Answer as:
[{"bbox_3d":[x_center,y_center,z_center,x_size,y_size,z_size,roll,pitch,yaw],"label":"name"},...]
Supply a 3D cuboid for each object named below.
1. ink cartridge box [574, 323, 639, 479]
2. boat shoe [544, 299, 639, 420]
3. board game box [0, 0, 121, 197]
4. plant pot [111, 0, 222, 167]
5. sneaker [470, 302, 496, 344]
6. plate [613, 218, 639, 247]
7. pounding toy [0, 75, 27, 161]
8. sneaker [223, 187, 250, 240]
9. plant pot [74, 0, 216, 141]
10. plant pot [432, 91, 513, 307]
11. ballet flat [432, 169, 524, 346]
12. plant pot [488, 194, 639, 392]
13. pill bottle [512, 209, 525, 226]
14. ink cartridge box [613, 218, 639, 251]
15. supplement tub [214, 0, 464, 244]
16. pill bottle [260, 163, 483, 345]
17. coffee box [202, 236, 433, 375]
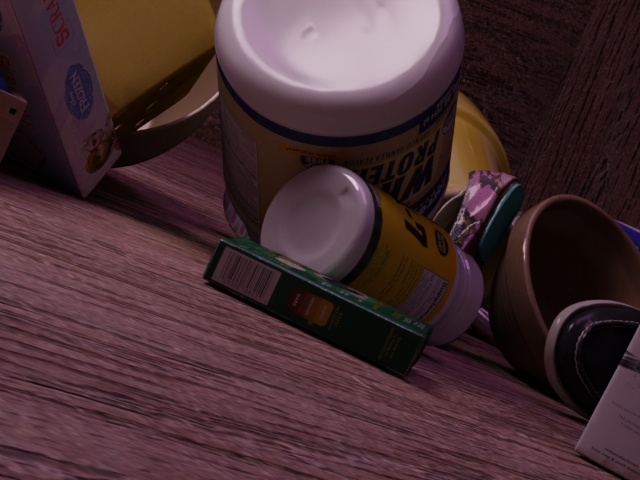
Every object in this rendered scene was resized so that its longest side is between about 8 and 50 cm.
[{"bbox_3d":[0.299,0.109,1.526,0.082,0.190,0.140,26,3,18],"label":"ink cartridge box"},{"bbox_3d":[0.360,0.154,1.829,0.340,0.127,0.113,34,-15,-38],"label":"boat shoe"},{"bbox_3d":[-0.343,-0.209,1.603,0.318,0.066,0.318,27,-26,21],"label":"board game box"},{"bbox_3d":[-0.233,-0.187,1.962,0.284,0.284,0.191,25,-31,2],"label":"plant pot"},{"bbox_3d":[0.281,0.097,2.240,0.299,0.112,0.121,25,3,7],"label":"sneaker"},{"bbox_3d":[0.455,0.129,2.368,0.045,0.277,0.278,-24,25,-18],"label":"plate"},{"bbox_3d":[-0.313,-0.128,1.498,0.130,0.100,0.141,24,3,-17],"label":"pounding toy"},{"bbox_3d":[0.000,0.000,1.960,0.236,0.095,0.104,32,0,24],"label":"sneaker"},{"bbox_3d":[-0.218,-0.201,1.755,0.187,0.212,0.212,51,-27,3],"label":"plant pot"},{"bbox_3d":[0.112,-0.032,2.107,0.254,0.254,0.239,24,20,-22],"label":"plant pot"},{"bbox_3d":[0.141,0.015,1.917,0.079,0.221,0.077,13,-32,26],"label":"ballet flat"},{"bbox_3d":[0.260,0.079,1.971,0.237,0.237,0.110,23,-36,-36],"label":"plant pot"},{"bbox_3d":[0.250,0.040,2.455,0.278,0.162,0.162,30,6,41],"label":"pill bottle"},{"bbox_3d":[0.352,0.085,2.124,0.206,0.208,0.045,23,-12,-29],"label":"ink cartridge box"},{"bbox_3d":[0.016,-0.117,1.764,0.228,0.228,0.316,26,-29,16],"label":"supplement tub"},{"bbox_3d":[0.052,0.020,1.663,0.119,0.119,0.208,28,0,42],"label":"pill bottle"},{"bbox_3d":[0.000,0.052,1.502,0.184,0.040,0.113,25,4,5],"label":"coffee box"}]
